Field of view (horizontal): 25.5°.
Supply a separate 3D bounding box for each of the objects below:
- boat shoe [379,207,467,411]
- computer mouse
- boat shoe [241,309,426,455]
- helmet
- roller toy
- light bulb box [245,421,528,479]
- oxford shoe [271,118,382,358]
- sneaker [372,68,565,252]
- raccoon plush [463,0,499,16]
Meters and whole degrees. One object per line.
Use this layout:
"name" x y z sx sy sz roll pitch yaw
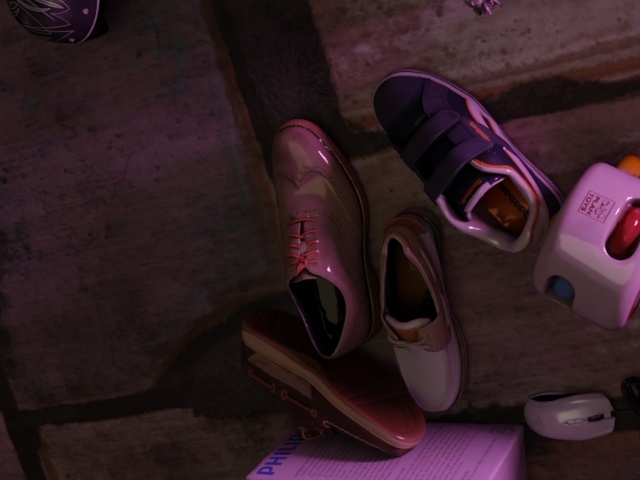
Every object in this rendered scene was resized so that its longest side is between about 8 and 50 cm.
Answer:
"boat shoe" 0.133 0.111 2.002 0.113 0.103 0.302 -6 104 27
"computer mouse" 0.373 0.249 1.972 0.193 0.042 0.106 -8 104 27
"boat shoe" 0.007 0.230 2.067 0.342 0.123 0.123 30 120 30
"helmet" -0.375 -0.364 2.046 0.169 0.161 0.169 8 110 22
"roller toy" 0.362 0.002 1.809 0.146 0.191 0.209 28 117 15
"light bulb box" 0.114 0.465 2.060 0.361 0.225 0.358 -1 106 24
"oxford shoe" 0.000 0.000 2.011 0.123 0.130 0.348 -14 101 28
"sneaker" 0.189 -0.109 1.893 0.321 0.127 0.126 40 120 10
"raccoon plush" 0.288 -0.452 1.697 0.446 0.216 0.299 -7 111 26
